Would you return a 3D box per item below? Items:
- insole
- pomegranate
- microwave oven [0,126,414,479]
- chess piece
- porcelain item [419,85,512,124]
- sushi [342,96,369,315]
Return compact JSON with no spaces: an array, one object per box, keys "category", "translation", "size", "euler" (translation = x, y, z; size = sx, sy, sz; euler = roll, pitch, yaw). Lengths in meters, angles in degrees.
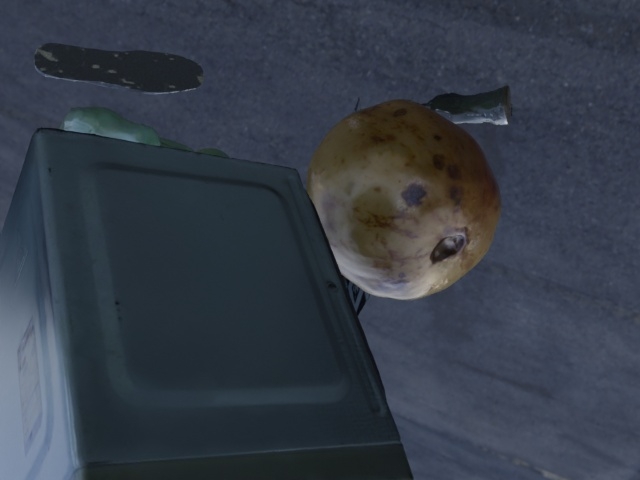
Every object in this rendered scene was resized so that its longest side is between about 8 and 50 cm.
[{"category":"insole","translation":[-0.298,-0.255,1.198],"size":[0.248,0.081,0.011],"euler":[4,152,-17]},{"category":"pomegranate","translation":[0.087,-0.050,0.878],"size":[0.215,0.215,0.215],"euler":[24,158,10]},{"category":"microwave oven","translation":[-0.128,0.140,0.581],"size":[0.219,0.286,0.355],"euler":[6,137,-31]},{"category":"chess piece","translation":[-0.280,-0.130,1.324],"size":[0.176,0.175,0.298],"euler":[6,159,43]},{"category":"porcelain item","translation":[0.289,-0.274,1.680],"size":[0.216,0.081,0.069],"euler":[-1,152,22]},{"category":"sushi","translation":[0.000,0.000,1.260],"size":[0.069,0.319,0.339],"euler":[3,149,-13]}]
